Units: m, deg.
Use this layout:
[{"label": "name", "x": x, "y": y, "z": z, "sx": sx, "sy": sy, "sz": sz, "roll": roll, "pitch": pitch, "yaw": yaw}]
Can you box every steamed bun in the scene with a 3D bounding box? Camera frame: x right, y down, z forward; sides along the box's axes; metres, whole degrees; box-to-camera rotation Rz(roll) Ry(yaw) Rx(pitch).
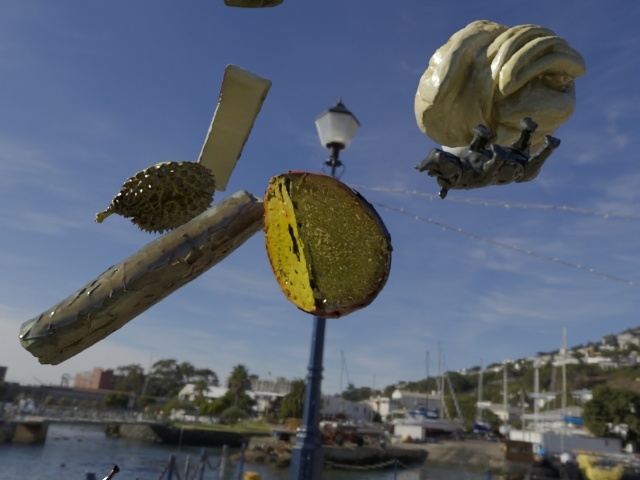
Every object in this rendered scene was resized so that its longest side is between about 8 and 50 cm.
[{"label": "steamed bun", "x": 0.414, "y": -0.334, "z": 1.293, "sx": 0.372, "sy": 0.324, "sz": 0.230, "roll": 24, "pitch": 3, "yaw": -11}]

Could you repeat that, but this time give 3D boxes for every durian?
[{"label": "durian", "x": -0.266, "y": -0.062, "z": 0.938, "sx": 0.208, "sy": 0.102, "sz": 0.146, "roll": -17, "pitch": -24, "yaw": -14}]

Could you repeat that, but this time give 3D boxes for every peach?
[{"label": "peach", "x": -0.004, "y": 0.001, "z": 0.617, "sx": 0.172, "sy": 0.127, "sz": 0.092, "roll": 52, "pitch": -22, "yaw": -14}]

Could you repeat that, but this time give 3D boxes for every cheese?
[{"label": "cheese", "x": -0.186, "y": -0.202, "z": 1.133, "sx": 0.085, "sy": 0.034, "sz": 0.400, "roll": 15, "pitch": -27, "yaw": -15}]

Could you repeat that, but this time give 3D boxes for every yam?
[{"label": "yam", "x": -0.191, "y": 0.035, "z": 0.674, "sx": 0.071, "sy": 0.317, "sz": 0.067, "roll": 38, "pitch": -26, "yaw": 40}]

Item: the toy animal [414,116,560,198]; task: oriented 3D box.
[{"label": "toy animal", "x": 0.150, "y": -0.072, "z": 0.535, "sx": 0.136, "sy": 0.047, "sz": 0.065, "roll": -11, "pitch": -34, "yaw": -19}]

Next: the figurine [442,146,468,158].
[{"label": "figurine", "x": 0.426, "y": -0.307, "z": 1.544, "sx": 0.190, "sy": 0.263, "sz": 0.142, "roll": 24, "pitch": 21, "yaw": -2}]

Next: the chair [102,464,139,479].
[{"label": "chair", "x": -0.317, "y": 0.410, "z": 0.717, "sx": 0.213, "sy": 0.149, "sz": 0.174, "roll": -24, "pitch": -24, "yaw": -16}]

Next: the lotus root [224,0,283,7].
[{"label": "lotus root", "x": -0.111, "y": -0.541, "z": 1.021, "sx": 0.119, "sy": 0.234, "sz": 0.138, "roll": 5, "pitch": -13, "yaw": 15}]
